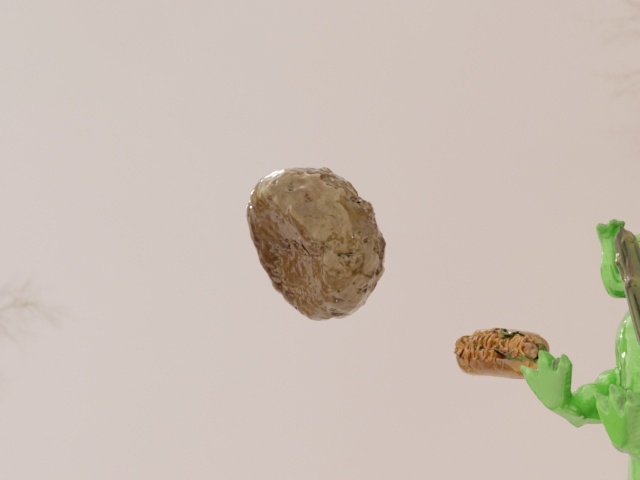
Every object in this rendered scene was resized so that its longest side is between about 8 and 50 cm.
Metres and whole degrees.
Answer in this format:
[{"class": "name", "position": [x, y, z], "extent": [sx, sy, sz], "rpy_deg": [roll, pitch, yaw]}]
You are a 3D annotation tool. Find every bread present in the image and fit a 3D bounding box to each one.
[{"class": "bread", "position": [0.000, 0.000, 1.445], "extent": [0.123, 0.230, 0.230], "rpy_deg": [-29, -149, -31]}]

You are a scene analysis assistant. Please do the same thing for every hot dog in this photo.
[{"class": "hot dog", "position": [0.231, 0.143, 1.367], "extent": [0.072, 0.055, 0.188], "rpy_deg": [-50, -165, -19]}]

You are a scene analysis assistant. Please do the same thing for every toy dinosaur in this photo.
[{"class": "toy dinosaur", "position": [0.400, 0.197, 1.125], "extent": [0.374, 0.500, 0.144], "rpy_deg": [-23, -173, -38]}]

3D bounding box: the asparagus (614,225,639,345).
[{"class": "asparagus", "position": [0.246, 0.037, 0.806], "extent": [0.025, 0.021, 0.108], "rpy_deg": [-12, -121, 8]}]
